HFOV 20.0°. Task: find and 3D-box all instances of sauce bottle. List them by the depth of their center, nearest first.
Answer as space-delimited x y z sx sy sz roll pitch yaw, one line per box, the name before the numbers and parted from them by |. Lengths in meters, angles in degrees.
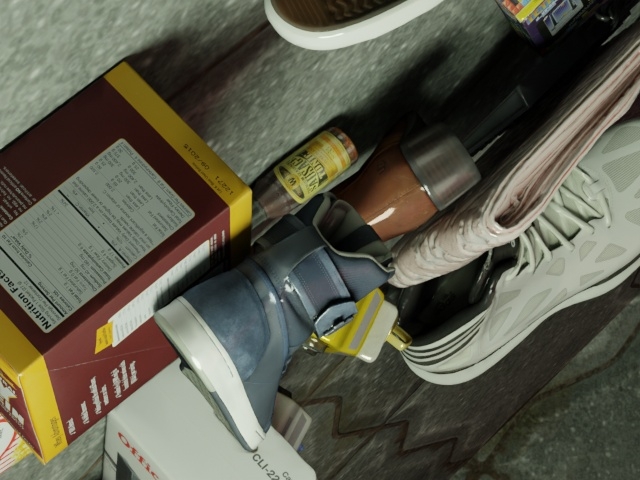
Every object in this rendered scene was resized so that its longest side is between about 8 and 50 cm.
sauce bottle | -0.025 -0.048 1.552 0.128 0.042 0.042 -40 164 -21

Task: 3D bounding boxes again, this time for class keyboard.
keyboard | 0.249 -0.186 1.747 0.201 0.033 0.317 -46 179 41

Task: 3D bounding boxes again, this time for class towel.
towel | 0.211 -0.086 1.737 0.317 0.053 0.332 -45 -178 -16

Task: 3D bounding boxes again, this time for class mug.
mug | 0.064 0.095 2.086 0.062 0.078 0.064 -21 -179 19

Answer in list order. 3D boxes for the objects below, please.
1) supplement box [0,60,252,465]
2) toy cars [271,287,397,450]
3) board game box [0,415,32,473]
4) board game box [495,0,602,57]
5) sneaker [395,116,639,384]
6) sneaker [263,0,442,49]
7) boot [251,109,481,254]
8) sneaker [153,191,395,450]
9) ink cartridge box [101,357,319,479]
supplement box | -0.161 0.020 1.233 0.194 0.129 0.191 -39 163 -18
toy cars | -0.009 0.145 1.894 0.393 0.087 0.176 -61 -178 42
board game box | -0.272 0.146 1.435 0.193 0.045 0.146 -34 161 -31
board game box | 0.239 -0.256 1.661 0.170 0.048 0.141 -44 162 5
sneaker | 0.270 0.002 2.169 0.447 0.169 0.257 -42 166 0
sneaker | 0.077 -0.205 1.285 0.290 0.106 0.123 -39 161 -23
boot | 0.000 0.000 1.630 0.280 0.096 0.264 -33 -169 -2
sneaker | -0.022 0.058 1.275 0.163 0.086 0.226 -39 162 -11
ink cartridge box | -0.116 0.256 1.817 0.114 0.197 0.273 -37 162 -25
